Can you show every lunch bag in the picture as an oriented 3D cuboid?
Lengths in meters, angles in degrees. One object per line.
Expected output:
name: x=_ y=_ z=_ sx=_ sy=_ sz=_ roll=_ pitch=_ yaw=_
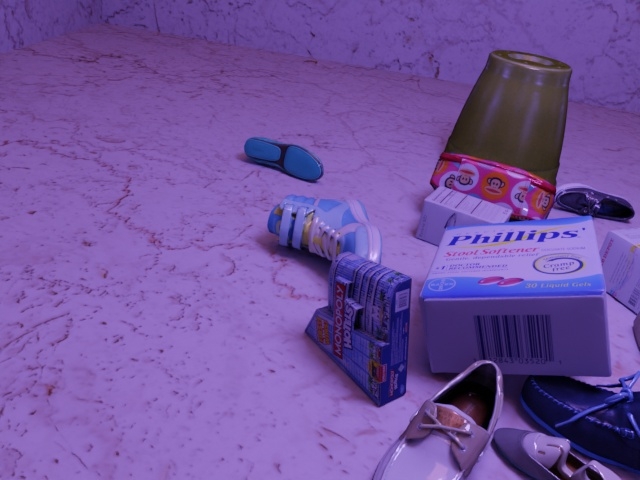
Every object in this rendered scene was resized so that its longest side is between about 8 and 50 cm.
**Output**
lunch bag: x=0.435 y=-0.120 z=1.444 sx=0.293 sy=0.120 sz=0.258 roll=22 pitch=4 yaw=21

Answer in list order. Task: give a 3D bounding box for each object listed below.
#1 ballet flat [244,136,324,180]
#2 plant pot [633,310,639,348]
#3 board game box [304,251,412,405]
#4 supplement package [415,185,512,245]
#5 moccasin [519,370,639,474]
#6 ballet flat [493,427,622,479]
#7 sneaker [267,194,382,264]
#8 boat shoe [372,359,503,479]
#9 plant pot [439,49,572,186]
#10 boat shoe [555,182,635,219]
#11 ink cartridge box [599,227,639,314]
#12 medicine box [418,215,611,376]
ballet flat: x=-0.090 y=-0.231 z=1.575 sx=0.247 sy=0.083 sz=0.087 roll=21 pitch=17 yaw=17
plant pot: x=0.644 y=0.167 z=1.048 sx=0.109 sy=0.109 sz=0.096 roll=21 pitch=43 yaw=20
board game box: x=0.052 y=0.125 z=0.905 sx=0.060 sy=0.194 sz=0.194 roll=-13 pitch=22 yaw=-36
supplement package: x=0.328 y=-0.038 z=1.315 sx=0.179 sy=0.105 sz=0.105 roll=22 pitch=34 yaw=23
moccasin: x=0.468 y=0.257 z=0.816 sx=0.342 sy=0.117 sz=0.138 roll=20 pitch=31 yaw=20
ballet flat: x=0.329 y=0.300 z=0.752 sx=0.072 sy=0.068 sz=0.213 roll=-17 pitch=38 yaw=-39
sneaker: x=0.000 y=0.000 z=1.143 sx=0.208 sy=0.127 sz=0.319 roll=6 pitch=20 yaw=-10
boat shoe: x=0.156 y=0.257 z=0.742 sx=0.113 sy=0.103 sz=0.302 roll=23 pitch=32 yaw=24
plant pot: x=0.583 y=-0.372 z=1.730 sx=0.366 sy=0.353 sz=0.366 roll=7 pitch=30 yaw=-4
boat shoe: x=0.756 y=-0.097 z=1.581 sx=0.228 sy=0.080 sz=0.076 roll=14 pitch=27 yaw=-7
ink cartridge box: x=0.691 y=0.068 z=1.204 sx=0.127 sy=0.128 sz=0.176 roll=-5 pitch=32 yaw=-23
medicine box: x=0.328 y=0.085 z=0.963 sx=0.263 sy=0.149 sz=0.289 roll=-4 pitch=23 yaw=23
